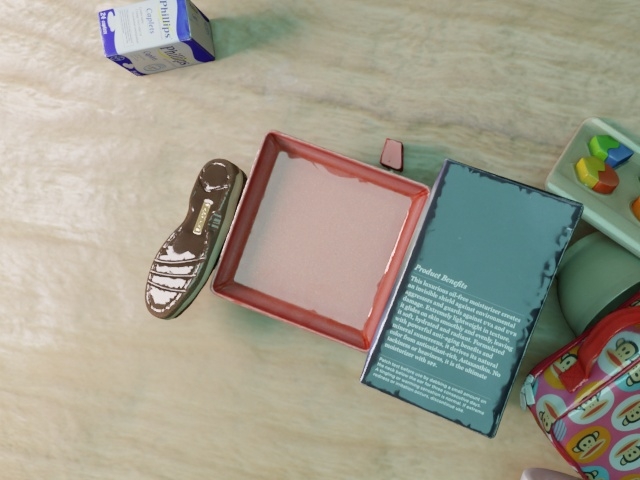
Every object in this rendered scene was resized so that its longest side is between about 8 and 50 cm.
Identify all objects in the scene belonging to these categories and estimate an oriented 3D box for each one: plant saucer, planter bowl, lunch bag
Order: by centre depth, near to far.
[{"bbox_3d":[0.422,0.185,1.078,0.293,0.120,0.258,-38,123,8],"label":"lunch bag"},{"bbox_3d":[0.395,0.056,1.136,0.162,0.162,0.109,-38,58,7],"label":"planter bowl"},{"bbox_3d":[0.000,0.000,1.195,0.259,0.048,0.259,21,95,6],"label":"plant saucer"}]

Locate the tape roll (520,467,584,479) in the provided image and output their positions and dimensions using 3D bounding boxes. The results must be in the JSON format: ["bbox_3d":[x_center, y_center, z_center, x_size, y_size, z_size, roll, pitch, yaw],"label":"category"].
[{"bbox_3d":[0.356,0.433,1.082,0.246,0.246,0.169,20,93,9],"label":"tape roll"}]

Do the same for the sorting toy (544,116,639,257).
[{"bbox_3d":[0.422,-0.078,1.118,0.193,0.208,0.038,36,137,8],"label":"sorting toy"}]

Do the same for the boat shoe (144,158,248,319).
[{"bbox_3d":[-0.173,0.008,1.241,0.095,0.095,0.257,26,87,28],"label":"boat shoe"}]

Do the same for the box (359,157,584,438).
[{"bbox_3d":[0.195,0.067,1.086,0.183,0.296,0.294,22,92,9],"label":"box"}]

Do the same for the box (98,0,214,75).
[{"bbox_3d":[-0.247,-0.311,1.244,0.137,0.126,0.072,-10,87,9],"label":"box"}]

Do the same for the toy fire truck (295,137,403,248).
[{"bbox_3d":[0.045,-0.067,1.235,0.135,0.047,0.192,14,92,8],"label":"toy fire truck"}]
